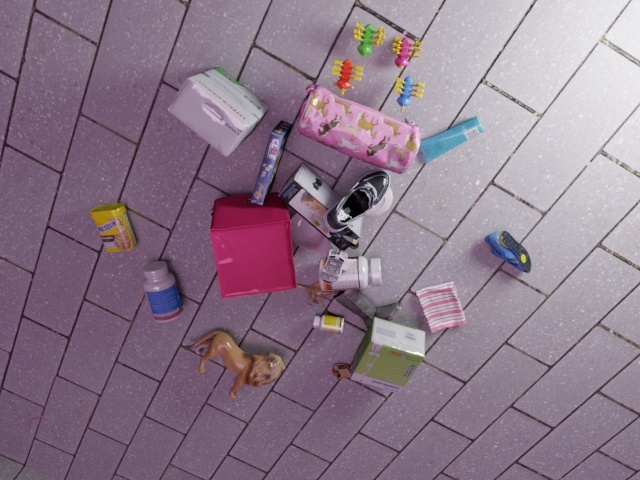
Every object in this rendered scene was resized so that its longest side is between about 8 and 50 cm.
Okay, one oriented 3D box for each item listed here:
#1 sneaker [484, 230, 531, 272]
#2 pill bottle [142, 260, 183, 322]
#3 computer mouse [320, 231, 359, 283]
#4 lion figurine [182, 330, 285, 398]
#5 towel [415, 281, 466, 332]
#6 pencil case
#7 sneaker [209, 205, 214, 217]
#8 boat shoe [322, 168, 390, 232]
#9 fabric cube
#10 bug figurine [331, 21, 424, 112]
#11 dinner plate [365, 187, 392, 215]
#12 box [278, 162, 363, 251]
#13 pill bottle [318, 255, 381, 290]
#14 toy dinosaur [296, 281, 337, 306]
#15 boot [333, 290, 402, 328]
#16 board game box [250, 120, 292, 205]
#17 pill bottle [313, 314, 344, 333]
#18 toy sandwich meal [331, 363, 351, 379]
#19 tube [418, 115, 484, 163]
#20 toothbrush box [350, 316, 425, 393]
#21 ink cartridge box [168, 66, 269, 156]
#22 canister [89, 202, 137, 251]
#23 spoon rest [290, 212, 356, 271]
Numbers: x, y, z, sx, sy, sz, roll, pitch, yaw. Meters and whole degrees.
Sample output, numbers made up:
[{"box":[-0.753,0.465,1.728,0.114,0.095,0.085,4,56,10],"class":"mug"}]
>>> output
[{"box":[0.654,0.042,1.633,0.209,0.069,0.082,40,147,-21],"class":"sneaker"},{"box":[-0.619,0.198,1.827,0.124,0.124,0.222,-2,116,8],"class":"pill bottle"},{"box":[0.050,0.057,1.544,0.106,0.042,0.193,20,117,-6],"class":"computer mouse"},{"box":[-0.356,0.483,1.927,0.392,0.142,0.240,37,107,-6],"class":"lion figurine"},{"box":[0.458,0.253,1.771,0.144,0.029,0.197,-18,112,14],"class":"towel"},{"box":[0.116,-0.345,1.455,0.386,0.160,0.167,20,87,-2],"class":"pencil case"},{"box":[-0.341,-0.106,1.676,0.118,0.067,0.042,-10,114,12],"class":"sneaker"},{"box":[0.134,-0.138,1.488,0.108,0.301,0.102,55,153,-6],"class":"boat shoe"},{"box":[-0.226,0.007,1.580,0.254,0.258,0.259,-6,116,-6],"class":"fabric cube"},{"box":[0.178,-0.514,1.390,0.279,0.072,0.216,14,100,-6],"class":"bug figurine"},{"box":[0.179,-0.146,1.621,0.141,0.017,0.141,4,116,7],"class":"dinner plate"},{"box":[0.007,-0.114,1.575,0.290,0.169,0.087,41,116,-14],"class":"box"},{"box":[0.109,0.119,1.698,0.221,0.121,0.121,-4,115,8],"class":"pill bottle"},{"box":[-0.022,0.202,1.805,0.183,0.053,0.093,8,99,14],"class":"toy dinosaur"},{"box":[0.180,0.233,1.780,0.189,0.076,0.208,-38,99,21],"class":"boot"},{"box":[-0.160,-0.254,1.528,0.042,0.165,0.243,20,117,-3],"class":"board game box"},{"box":[0.032,0.328,1.840,0.116,0.065,0.065,8,116,3],"class":"pill bottle"},{"box":[0.088,0.551,1.961,0.085,0.029,0.086,3,116,6],"class":"toy sandwich meal"},{"box":[0.412,-0.322,1.491,0.207,0.052,0.080,-25,105,23],"class":"tube"},{"box":[0.255,0.446,1.801,0.206,0.122,0.283,16,132,-1],"class":"toothbrush box"},{"box":[-0.295,-0.395,1.407,0.211,0.289,0.121,38,114,-11],"class":"ink cartridge box"},{"box":[-0.772,-0.046,1.758,0.126,0.073,0.170,-5,116,10],"class":"canister"},{"box":[0.000,0.000,1.633,0.276,0.084,0.137,41,105,15],"class":"spoon rest"}]
